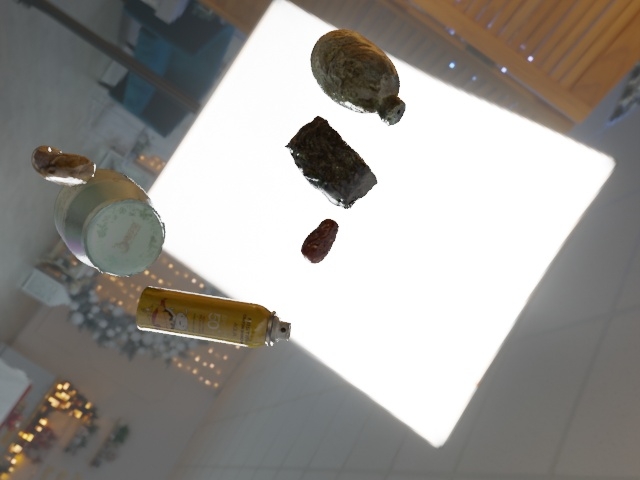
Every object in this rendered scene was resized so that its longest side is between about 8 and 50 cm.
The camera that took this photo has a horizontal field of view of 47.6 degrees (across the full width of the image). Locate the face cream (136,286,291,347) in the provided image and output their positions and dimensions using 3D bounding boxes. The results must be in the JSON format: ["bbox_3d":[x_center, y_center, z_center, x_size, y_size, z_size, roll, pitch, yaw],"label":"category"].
[{"bbox_3d":[-0.240,0.182,1.673,0.105,0.349,0.105,9,90,-85],"label":"face cream"}]

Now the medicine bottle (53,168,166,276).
[{"bbox_3d":[-0.531,-0.043,1.852,0.245,0.245,0.290,-57,-147,-4],"label":"medicine bottle"}]

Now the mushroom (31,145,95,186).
[{"bbox_3d":[-0.557,-0.159,1.534,0.210,0.094,0.072,18,-95,43],"label":"mushroom"}]

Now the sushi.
[{"bbox_3d":[0.021,-0.168,1.601,0.127,0.225,0.124,-42,148,3],"label":"sushi"}]

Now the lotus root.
[{"bbox_3d":[0.087,-0.394,1.714,0.175,0.175,0.349,-55,-135,15],"label":"lotus root"}]

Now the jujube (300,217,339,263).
[{"bbox_3d":[0.000,0.000,1.867,0.129,0.077,0.077,-57,-173,-3],"label":"jujube"}]
